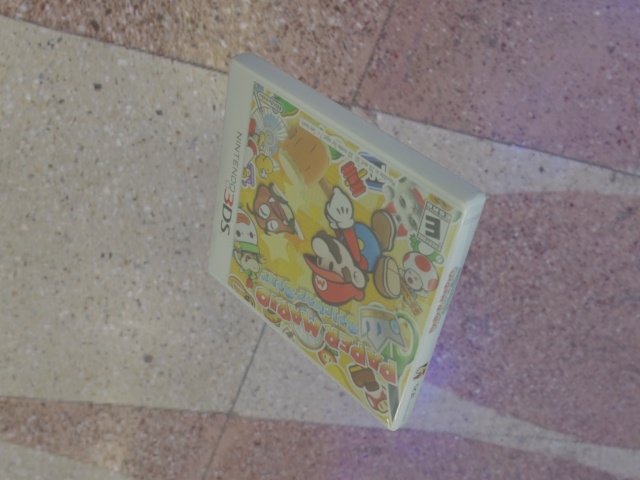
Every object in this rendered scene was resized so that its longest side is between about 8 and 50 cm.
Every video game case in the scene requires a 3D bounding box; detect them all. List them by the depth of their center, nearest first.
[{"bbox_3d":[0.000,0.000,0.578,0.026,0.227,0.206,-24,138,-40],"label":"video game case"}]
